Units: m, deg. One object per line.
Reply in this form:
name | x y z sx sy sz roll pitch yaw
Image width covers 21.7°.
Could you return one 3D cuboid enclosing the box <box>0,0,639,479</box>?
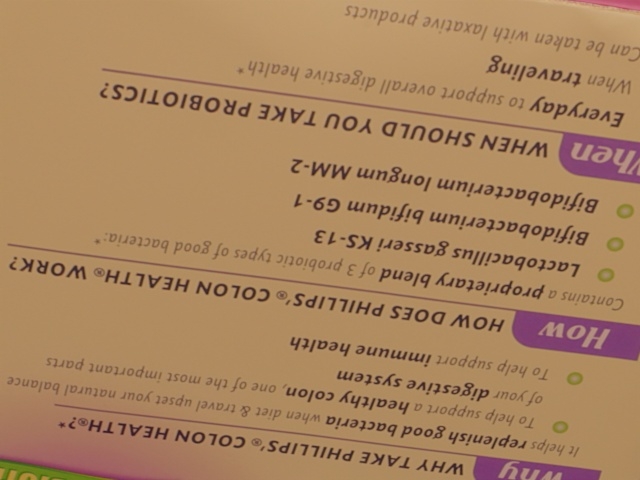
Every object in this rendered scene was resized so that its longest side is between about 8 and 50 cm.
box | 0.000 0.000 0.525 0.213 0.117 0.243 7 123 -4
